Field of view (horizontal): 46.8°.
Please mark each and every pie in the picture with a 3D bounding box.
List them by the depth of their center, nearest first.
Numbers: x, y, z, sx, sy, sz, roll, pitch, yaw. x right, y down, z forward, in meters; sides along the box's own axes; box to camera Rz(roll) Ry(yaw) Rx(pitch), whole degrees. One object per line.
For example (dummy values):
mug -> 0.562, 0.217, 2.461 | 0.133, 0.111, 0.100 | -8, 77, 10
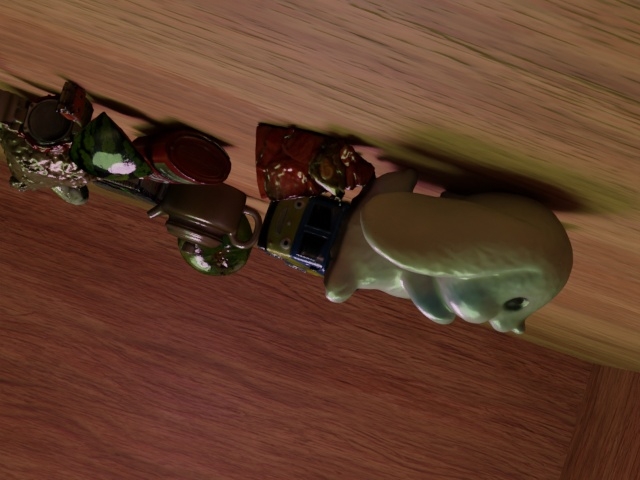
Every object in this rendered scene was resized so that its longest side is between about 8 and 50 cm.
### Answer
pie -> -0.621, -0.178, 1.702 | 0.240, 0.054, 0.240 | 54, 180, 0

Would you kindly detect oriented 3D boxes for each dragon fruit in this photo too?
dragon fruit -> -0.005, -0.083, 0.963 | 0.192, 0.092, 0.122 | 13, 172, 45

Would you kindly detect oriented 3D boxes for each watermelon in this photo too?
watermelon -> -0.335, -0.150, 1.222 | 0.135, 0.125, 0.094 | 32, -146, -23

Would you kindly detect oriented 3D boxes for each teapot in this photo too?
teapot -> -0.270, -0.049, 1.725 | 0.267, 0.175, 0.185 | 18, 176, 2

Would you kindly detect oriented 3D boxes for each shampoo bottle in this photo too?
shampoo bottle -> -0.265, -0.142, 1.299 | 0.118, 0.076, 0.314 | 23, 173, -29

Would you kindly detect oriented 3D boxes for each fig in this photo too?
fig -> -0.293, -0.028, 1.982 | 0.203, 0.203, 0.235 | 22, -166, -28

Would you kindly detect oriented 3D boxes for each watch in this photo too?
watch -> -0.444, -0.221, 1.150 | 0.164, 0.102, 0.268 | 13, 166, -11

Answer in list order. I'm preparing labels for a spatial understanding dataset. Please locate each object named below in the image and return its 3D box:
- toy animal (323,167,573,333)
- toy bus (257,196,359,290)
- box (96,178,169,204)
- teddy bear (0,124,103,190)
toy animal -> 0.159, 0.004, 0.925 | 0.289, 0.174, 0.249 | 6, -168, 8
toy bus -> 0.000, 0.000, 1.498 | 0.175, 0.138, 0.287 | 18, 174, 18
box -> -0.467, -0.158, 1.757 | 0.198, 0.084, 0.310 | 19, 175, 3
teddy bear -> -0.542, -0.180, 1.443 | 0.267, 0.156, 0.256 | 31, 160, -17
